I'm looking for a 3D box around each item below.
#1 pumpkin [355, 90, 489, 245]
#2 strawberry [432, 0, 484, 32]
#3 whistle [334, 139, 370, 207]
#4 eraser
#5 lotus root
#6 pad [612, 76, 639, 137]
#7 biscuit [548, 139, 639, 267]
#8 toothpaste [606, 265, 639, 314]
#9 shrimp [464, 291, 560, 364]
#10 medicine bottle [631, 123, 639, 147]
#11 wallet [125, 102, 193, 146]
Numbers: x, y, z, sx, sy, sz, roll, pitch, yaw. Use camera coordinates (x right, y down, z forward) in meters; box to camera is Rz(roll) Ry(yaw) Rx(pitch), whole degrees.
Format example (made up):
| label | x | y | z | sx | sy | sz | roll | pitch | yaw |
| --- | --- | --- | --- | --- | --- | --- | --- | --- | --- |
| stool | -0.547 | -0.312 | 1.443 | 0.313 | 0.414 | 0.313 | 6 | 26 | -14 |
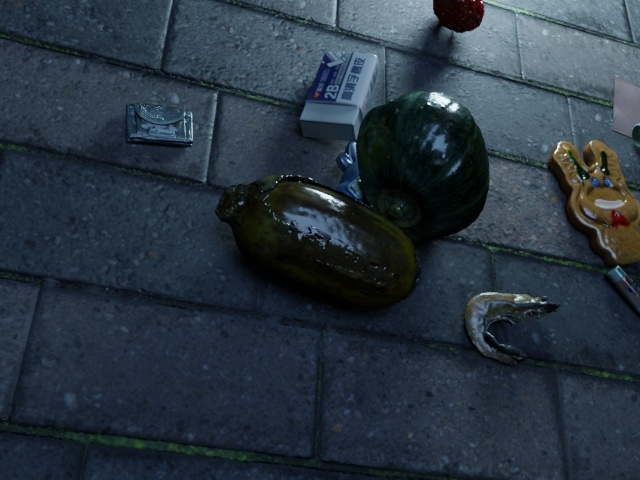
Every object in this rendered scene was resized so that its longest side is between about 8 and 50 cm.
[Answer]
| label | x | y | z | sx | sy | sz | roll | pitch | yaw |
| --- | --- | --- | --- | --- | --- | --- | --- | --- | --- |
| pumpkin | 0.230 | -0.152 | 1.476 | 0.263 | 0.197 | 0.293 | -46 | 117 | -42 |
| strawberry | 0.337 | -0.576 | 1.831 | 0.131 | 0.148 | 0.131 | -3 | 72 | 9 |
| whistle | 0.105 | -0.129 | 1.550 | 0.180 | 0.093 | 0.269 | 48 | 52 | 4 |
| eraser | 0.043 | -0.310 | 1.607 | 0.124 | 0.068 | 0.210 | 9 | 56 | 16 |
| lotus root | 0.000 | 0.000 | 1.389 | 0.397 | 0.179 | 0.196 | 23 | 41 | -12 |
| pad | 0.813 | -0.340 | 1.966 | 0.113 | 0.006 | 0.187 | 20 | 60 | -10 |
| biscuit | 0.655 | -0.094 | 1.752 | 0.202 | 0.047 | 0.334 | -2 | 64 | -21 |
| toothpaste | 0.710 | 0.144 | 1.652 | 0.056 | 0.036 | 0.205 | -36 | 83 | -33 |
| shrimp | 0.396 | 0.171 | 1.511 | 0.219 | 0.046 | 0.152 | -3 | 64 | -17 |
| medicine bottle | 0.916 | -0.281 | 1.919 | 0.258 | 0.124 | 0.079 | -11 | 73 | -13 |
| wallet | -0.315 | -0.229 | 1.477 | 0.129 | 0.026 | 0.088 | 2 | 63 | -20 |
